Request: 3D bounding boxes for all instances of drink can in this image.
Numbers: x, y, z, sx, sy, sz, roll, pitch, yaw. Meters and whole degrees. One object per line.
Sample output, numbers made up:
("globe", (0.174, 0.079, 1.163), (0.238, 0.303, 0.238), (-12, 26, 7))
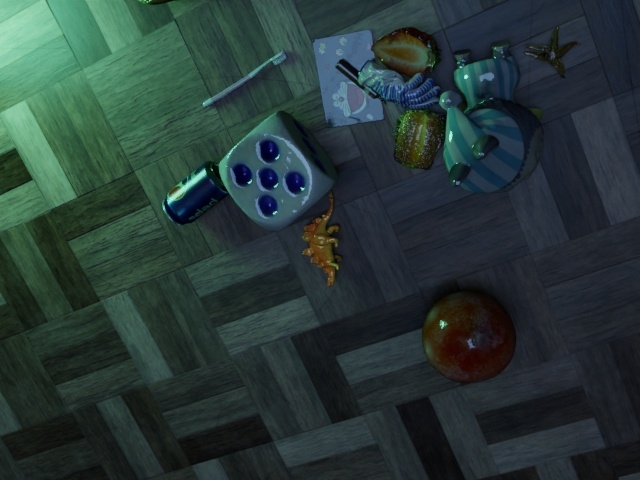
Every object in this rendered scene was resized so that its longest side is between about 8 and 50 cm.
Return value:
("drink can", (-0.362, -0.136, 1.974), (0.205, 0.118, 0.118), (-36, 98, 20))

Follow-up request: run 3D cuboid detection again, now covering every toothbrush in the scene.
("toothbrush", (-0.215, -0.451, 1.893), (0.286, 0.020, 0.025), (-27, 107, 18))

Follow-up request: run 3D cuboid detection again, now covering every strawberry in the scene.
("strawberry", (0.226, -0.495, 1.758), (0.187, 0.082, 0.147), (14, 135, 15))

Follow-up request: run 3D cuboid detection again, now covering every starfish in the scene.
("starfish", (0.602, -0.469, 1.711), (0.133, 0.041, 0.130), (-25, 103, 18))

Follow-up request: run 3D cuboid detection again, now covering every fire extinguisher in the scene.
("fire extinguisher", (0.119, -0.435, 1.823), (0.173, 0.035, 0.049), (39, 72, -3))

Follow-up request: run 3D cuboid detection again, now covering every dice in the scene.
("dice", (-0.114, -0.187, 1.833), (0.243, 0.259, 0.251), (-37, 97, 18))

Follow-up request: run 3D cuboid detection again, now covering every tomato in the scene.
("tomato", (0.417, 0.274, 1.884), (0.264, 0.265, 0.265), (3, 108, 10))

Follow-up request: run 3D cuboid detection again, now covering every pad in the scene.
("pad", (0.075, -0.441, 1.846), (0.170, 0.006, 0.246), (-6, 107, 14))

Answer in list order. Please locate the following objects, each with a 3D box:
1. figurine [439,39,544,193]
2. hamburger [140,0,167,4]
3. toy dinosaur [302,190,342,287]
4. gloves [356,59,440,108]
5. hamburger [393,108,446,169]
("figurine", (0.420, -0.280, 1.633), (0.266, 0.378, 0.361), (-10, 107, 14))
("hamburger", (-0.439, -0.695, 1.796), (0.185, 0.159, 0.131), (12, 131, 54))
("toy dinosaur", (0.000, 0.000, 1.975), (0.117, 0.070, 0.288), (-3, 102, 13))
("gloves", (0.207, -0.406, 1.771), (0.229, 0.119, 0.097), (17, 103, 6))
("hamburger", (0.262, -0.273, 1.819), (0.137, 0.087, 0.166), (16, 110, 6))
